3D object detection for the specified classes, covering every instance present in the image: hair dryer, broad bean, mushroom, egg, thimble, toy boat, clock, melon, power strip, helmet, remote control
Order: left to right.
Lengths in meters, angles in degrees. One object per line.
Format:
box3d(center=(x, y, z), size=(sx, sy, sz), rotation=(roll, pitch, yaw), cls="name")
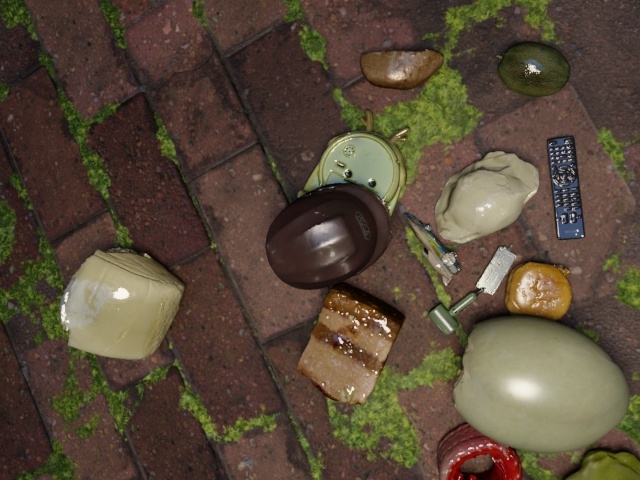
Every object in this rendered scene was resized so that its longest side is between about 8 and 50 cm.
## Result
box3d(center=(0.000, 0.000, 1.062), size=(0.305, 0.177, 0.225), rotation=(-25, 95, 33), cls="helmet")
box3d(center=(0.100, -0.170, 1.166), size=(0.235, 0.096, 0.308), rotation=(27, 94, 12), cls="clock")
box3d(center=(0.196, -0.425, 1.156), size=(0.209, 0.072, 0.094), rotation=(8, 101, 12), cls="mushroom")
box3d(center=(0.270, 0.011, 1.142), size=(0.066, 0.084, 0.210), rotation=(-38, 72, 6), cls="toy boat")
box3d(center=(0.340, 0.160, 1.132), size=(0.150, 0.047, 0.071), rotation=(-41, 81, 12), cls="hair dryer")
box3d(center=(0.369, 0.528, 1.089), size=(0.189, 0.125, 0.163), rotation=(-34, 85, 10), cls="thimble")
box3d(center=(0.430, 0.068, 1.129), size=(0.050, 0.019, 0.136), rotation=(30, 96, 13), cls="power strip")
box3d(center=(0.485, -0.395, 1.069), size=(0.167, 0.114, 0.114), rotation=(26, 96, 9), cls="melon")
box3d(center=(0.461, 0.305, 0.990), size=(0.335, 0.278, 0.279), rotation=(12, 93, 14), cls="egg")
box3d(center=(0.576, -0.123, 1.094), size=(0.063, 0.025, 0.245), rotation=(-5, 89, 14), cls="remote control")
box3d(center=(0.641, 0.610, 1.032), size=(0.237, 0.119, 0.291), rotation=(1, 93, 4), cls="broad bean")

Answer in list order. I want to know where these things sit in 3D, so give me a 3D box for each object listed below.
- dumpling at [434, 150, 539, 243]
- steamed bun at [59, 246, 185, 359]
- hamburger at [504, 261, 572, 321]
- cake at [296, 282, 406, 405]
box3d(center=(0.371, -0.106, 1.090), size=(0.258, 0.147, 0.193), rotation=(-43, 50, 15), cls="dumpling")
box3d(center=(-0.535, 0.175, 1.223), size=(0.273, 0.272, 0.291), rotation=(19, 98, 11), cls="steamed bun")
box3d(center=(0.507, 0.122, 1.080), size=(0.138, 0.083, 0.147), rotation=(13, 96, 8), cls="hamburger")
box3d(center=(0.060, 0.266, 1.126), size=(0.196, 0.198, 0.293), rotation=(28, 97, 9), cls="cake")
